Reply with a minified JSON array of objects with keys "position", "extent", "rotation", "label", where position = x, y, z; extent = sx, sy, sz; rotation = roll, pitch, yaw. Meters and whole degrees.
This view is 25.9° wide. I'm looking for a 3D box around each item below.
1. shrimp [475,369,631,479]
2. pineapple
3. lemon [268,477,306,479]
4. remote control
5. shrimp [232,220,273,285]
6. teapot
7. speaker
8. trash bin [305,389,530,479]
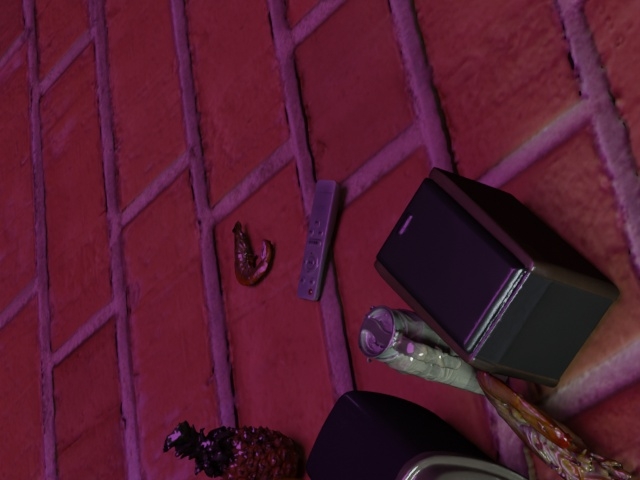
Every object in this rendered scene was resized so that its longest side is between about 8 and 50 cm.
[{"position":[0.261,0.216,1.599],"extent":[0.053,0.133,0.236],"rotation":[-38,44,-12],"label":"shrimp"},{"position":[-0.131,0.305,1.998],"extent":[0.108,0.197,0.108],"rotation":[-51,27,40],"label":"pineapple"},{"position":[-0.047,0.428,1.809],"extent":[0.219,0.240,0.240],"rotation":[119,161,-78],"label":"lemon"},{"position":[0.000,0.000,2.106],"extent":[0.050,0.027,0.184],"rotation":[7,85,54],"label":"remote control"},{"position":[-0.113,0.012,2.243],"extent":[0.091,0.025,0.127],"rotation":[-42,50,33],"label":"shrimp"},{"position":[0.148,0.141,1.704],"extent":[0.107,0.200,0.077],"rotation":[30,99,55],"label":"teapot"},{"position":[0.209,0.045,1.683],"extent":[0.153,0.192,0.231],"rotation":[-58,43,15],"label":"speaker"},{"position":[0.124,0.309,1.666],"extent":[0.182,0.209,0.290],"rotation":[-65,31,10],"label":"trash bin"}]
